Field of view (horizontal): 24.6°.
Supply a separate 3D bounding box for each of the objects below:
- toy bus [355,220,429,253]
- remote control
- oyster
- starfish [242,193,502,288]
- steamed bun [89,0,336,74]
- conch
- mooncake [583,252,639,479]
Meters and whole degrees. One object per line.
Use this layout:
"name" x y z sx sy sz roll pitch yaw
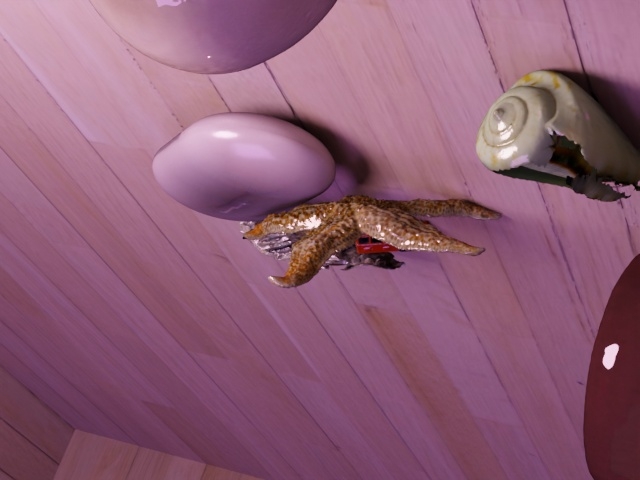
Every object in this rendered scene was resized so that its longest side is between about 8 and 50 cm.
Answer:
"toy bus" 0.106 -0.004 2.162 0.110 0.043 0.031 -4 144 6
"remote control" -0.112 -0.101 2.094 0.221 0.103 0.332 21 158 -22
"oyster" -0.001 0.003 2.251 0.199 0.087 0.252 -2 -158 -32
"starfish" 0.069 -0.026 2.040 0.358 0.078 0.347 -13 -167 -13
"steamed bun" -0.076 -0.303 1.331 0.206 0.324 0.324 27 161 25
"conch" 0.295 -0.099 1.692 0.250 0.137 0.143 30 155 -20
"mooncake" 0.457 0.182 1.833 0.174 0.326 0.334 9 157 33
